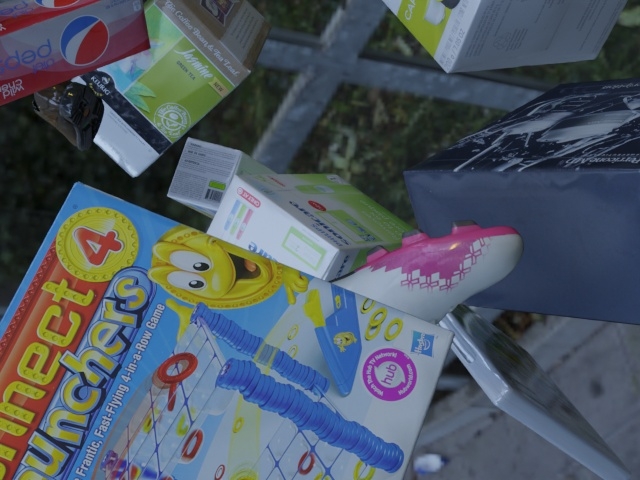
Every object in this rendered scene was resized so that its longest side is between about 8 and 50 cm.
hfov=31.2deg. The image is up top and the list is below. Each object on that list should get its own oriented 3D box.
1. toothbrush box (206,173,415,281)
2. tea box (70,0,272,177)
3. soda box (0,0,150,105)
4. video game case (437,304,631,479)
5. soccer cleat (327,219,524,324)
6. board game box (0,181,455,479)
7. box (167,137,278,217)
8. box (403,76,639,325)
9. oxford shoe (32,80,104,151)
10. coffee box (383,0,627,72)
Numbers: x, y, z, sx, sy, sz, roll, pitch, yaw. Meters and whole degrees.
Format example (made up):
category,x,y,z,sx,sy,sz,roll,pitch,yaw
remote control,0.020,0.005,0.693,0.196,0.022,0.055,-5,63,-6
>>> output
category,x,y,z,sx,sy,sz,roll,pitch,yaw
toothbrush box,0.000,0.000,1.716,0.206,0.283,0.122,36,112,26
tea box,-0.294,-0.348,2.225,0.323,0.220,0.329,-40,16,21
soda box,-0.342,-0.241,1.382,0.083,0.263,0.092,40,147,40
video game case,0.278,0.195,1.651,0.036,0.329,0.300,-47,39,10
soccer cleat,0.051,0.086,1.114,0.331,0.116,0.143,-19,75,19
board game box,-0.099,0.154,0.813,0.086,0.302,0.308,105,-173,-67
box,-0.141,-0.081,1.892,0.114,0.203,0.103,16,84,29
box,0.334,-0.059,1.308,0.343,0.312,0.179,3,117,51
oxford shoe,-0.407,-0.211,1.842,0.227,0.096,0.082,93,-161,-73
coffee box,0.300,-0.511,1.852,0.334,0.338,0.337,55,141,32
